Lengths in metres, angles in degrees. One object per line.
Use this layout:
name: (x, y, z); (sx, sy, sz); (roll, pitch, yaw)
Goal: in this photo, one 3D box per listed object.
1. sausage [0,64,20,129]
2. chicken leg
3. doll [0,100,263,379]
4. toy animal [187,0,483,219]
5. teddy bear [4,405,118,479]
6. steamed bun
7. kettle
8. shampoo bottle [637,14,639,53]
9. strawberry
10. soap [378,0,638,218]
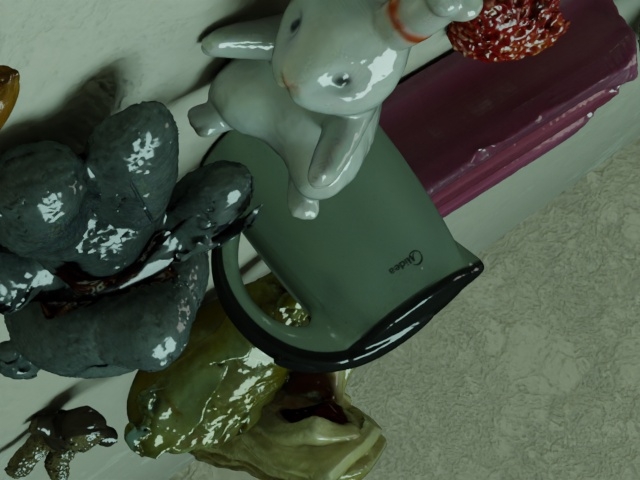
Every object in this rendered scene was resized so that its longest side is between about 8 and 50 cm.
sausage: (-0.223, -0.047, 0.888); (0.183, 0.054, 0.062); (-51, -165, 49)
chicken leg: (-0.076, 0.105, 1.871); (0.429, 0.153, 0.201); (-46, 138, 10)
doll: (-0.161, 0.023, 1.120); (0.246, 0.158, 0.340); (-23, 168, -17)
toy animal: (0.001, -0.127, 1.064); (0.138, 0.140, 0.282); (-42, 176, -20)
teddy bear: (-0.320, 0.243, 1.869); (0.119, 0.078, 0.160); (17, 143, -34)
steamed bun: (-0.053, 0.198, 2.066); (0.247, 0.189, 0.428); (-18, -163, -33)
kettle: (0.000, 0.000, 1.343); (0.221, 0.236, 0.161); (-33, 170, -21)
shampoo bottle: (0.550, -0.283, 1.837); (0.273, 0.273, 0.266); (-28, 162, -41)
strawberry: (0.179, -0.212, 1.449); (0.121, 0.082, 0.188); (-36, 174, 16)
soap: (0.177, -0.131, 1.675); (0.359, 0.128, 0.233); (-32, 170, -24)
